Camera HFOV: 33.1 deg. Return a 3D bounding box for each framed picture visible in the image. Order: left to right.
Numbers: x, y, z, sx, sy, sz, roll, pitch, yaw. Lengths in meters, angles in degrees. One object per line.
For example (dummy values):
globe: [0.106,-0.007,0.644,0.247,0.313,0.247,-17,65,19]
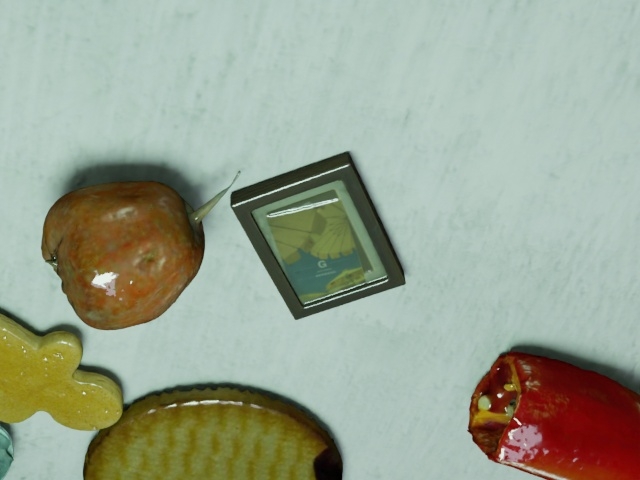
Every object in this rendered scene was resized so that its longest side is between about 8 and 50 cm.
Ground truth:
framed picture: [0.000,0.000,1.096,0.127,0.023,0.169,-18,127,12]

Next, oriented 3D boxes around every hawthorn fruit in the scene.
hawthorn fruit: [-0.168,0.014,1.022,0.189,0.149,0.149,-1,129,-4]

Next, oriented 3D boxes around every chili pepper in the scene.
chili pepper: [0.341,0.234,1.228,0.338,0.134,0.131,24,97,-17]

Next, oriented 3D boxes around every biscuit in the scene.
biscuit: [-0.324,0.140,1.183,0.240,0.035,0.158,33,124,-25]
biscuit: [-0.130,0.291,1.312,0.317,0.040,0.318,-2,128,-2]

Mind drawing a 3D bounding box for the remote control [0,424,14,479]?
remote control: [-0.442,0.209,1.181,0.104,0.052,0.247,-53,132,-10]
